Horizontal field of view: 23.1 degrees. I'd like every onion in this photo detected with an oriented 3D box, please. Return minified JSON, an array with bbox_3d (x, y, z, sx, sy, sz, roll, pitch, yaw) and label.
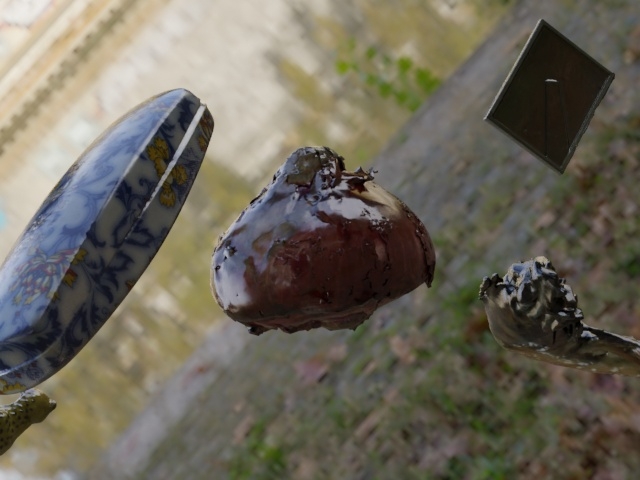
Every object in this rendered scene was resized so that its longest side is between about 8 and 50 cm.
[{"bbox_3d":[0.000,0.000,1.225,0.184,0.147,0.184,-5,1,0],"label":"onion"}]

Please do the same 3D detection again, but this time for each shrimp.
[{"bbox_3d":[0.276,0.087,1.554,0.365,0.233,0.071,60,-135,-71],"label":"shrimp"}]

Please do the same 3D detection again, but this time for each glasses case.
[{"bbox_3d":[-0.137,-0.006,0.956,0.087,0.065,0.248,-19,30,34],"label":"glasses case"}]

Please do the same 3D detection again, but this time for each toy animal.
[{"bbox_3d":[-0.375,0.172,1.564,0.136,0.181,0.073,-59,6,-13],"label":"toy animal"}]

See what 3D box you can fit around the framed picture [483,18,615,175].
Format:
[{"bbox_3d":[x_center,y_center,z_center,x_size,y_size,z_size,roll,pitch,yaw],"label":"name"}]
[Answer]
[{"bbox_3d":[0.256,-0.160,1.738,0.149,0.109,0.011,-59,10,-23],"label":"framed picture"}]
